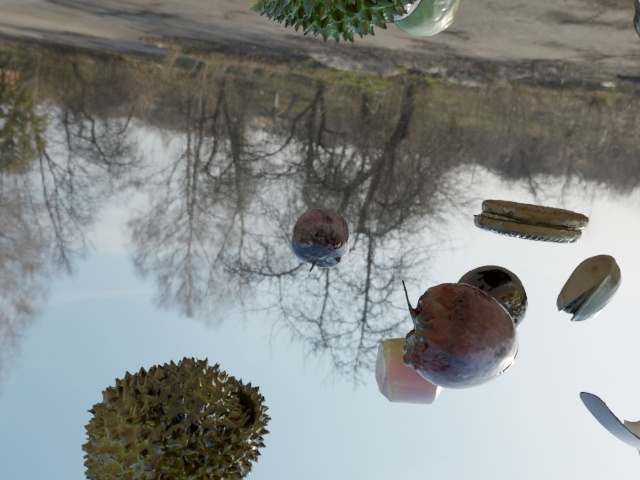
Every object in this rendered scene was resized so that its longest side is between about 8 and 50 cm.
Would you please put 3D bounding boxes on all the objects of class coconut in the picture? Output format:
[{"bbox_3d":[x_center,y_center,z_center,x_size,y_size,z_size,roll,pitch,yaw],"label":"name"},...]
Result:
[{"bbox_3d":[0.316,0.434,1.672,0.245,0.233,0.233,4,-166,-6],"label":"coconut"}]

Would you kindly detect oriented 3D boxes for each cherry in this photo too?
[{"bbox_3d":[-0.001,-0.010,1.522,0.195,0.195,0.195,7,-166,-2],"label":"cherry"},{"bbox_3d":[0.270,0.176,0.916,0.250,0.192,0.175,13,158,-30],"label":"cherry"}]

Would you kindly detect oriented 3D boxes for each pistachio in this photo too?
[{"bbox_3d":[0.846,0.149,1.556,0.138,0.237,0.153,39,-167,28],"label":"pistachio"}]

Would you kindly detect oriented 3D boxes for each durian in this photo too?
[{"bbox_3d":[0.072,-0.420,0.739,0.356,0.169,0.157,-32,161,-10],"label":"durian"},{"bbox_3d":[-0.214,0.310,0.788,0.258,0.258,0.293,21,180,44],"label":"durian"}]

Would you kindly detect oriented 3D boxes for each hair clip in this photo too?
[{"bbox_3d":[0.369,0.226,0.584,0.137,0.022,0.054,35,167,3],"label":"hair clip"}]

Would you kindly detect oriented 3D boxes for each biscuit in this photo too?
[{"bbox_3d":[0.490,-0.047,1.164,0.259,0.079,0.259,8,-171,-1],"label":"biscuit"}]

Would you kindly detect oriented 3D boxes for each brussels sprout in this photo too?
[{"bbox_3d":[0.334,-0.805,1.591,0.317,0.273,0.243,19,-144,39],"label":"brussels sprout"}]

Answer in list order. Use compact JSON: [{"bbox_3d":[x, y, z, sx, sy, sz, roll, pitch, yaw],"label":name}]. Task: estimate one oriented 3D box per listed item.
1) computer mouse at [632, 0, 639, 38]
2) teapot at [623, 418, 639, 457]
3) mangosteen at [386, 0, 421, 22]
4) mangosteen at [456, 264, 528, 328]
[{"bbox_3d":[0.473,-0.319,0.626,0.233,0.137,0.096,20,-144,-39],"label":"computer mouse"},{"bbox_3d":[0.763,0.460,1.094,0.226,0.145,0.092,43,150,-21],"label":"teapot"},{"bbox_3d":[0.175,-0.620,1.117,0.250,0.211,0.211,-36,-166,6],"label":"mangosteen"},{"bbox_3d":[0.415,0.155,1.270,0.192,0.192,0.217,3,179,-18],"label":"mangosteen"}]
